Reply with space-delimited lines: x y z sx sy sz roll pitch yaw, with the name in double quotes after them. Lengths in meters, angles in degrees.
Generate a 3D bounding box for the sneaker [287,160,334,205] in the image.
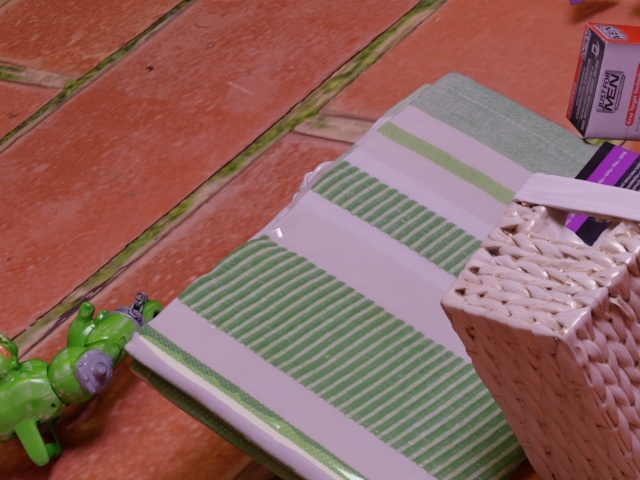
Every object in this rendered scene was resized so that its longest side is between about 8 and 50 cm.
0.000 0.000 1.336 0.229 0.092 0.087 -29 29 -6 "sneaker"

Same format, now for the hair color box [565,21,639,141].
0.243 -0.103 1.272 0.141 0.072 0.043 3 25 -15 "hair color box"

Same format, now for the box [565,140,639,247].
0.216 0.009 1.161 0.162 0.029 0.116 24 53 28 "box"

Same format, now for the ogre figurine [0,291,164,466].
-0.204 0.104 1.338 0.197 0.097 0.118 -8 12 2 "ogre figurine"

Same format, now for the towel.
0.071 0.035 1.193 0.248 0.038 0.325 32 57 26 "towel"

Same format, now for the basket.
0.155 0.062 1.041 0.103 0.167 0.113 -45 34 -22 "basket"

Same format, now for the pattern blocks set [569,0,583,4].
0.343 -0.229 1.472 0.325 0.026 0.285 -2 30 38 "pattern blocks set"
